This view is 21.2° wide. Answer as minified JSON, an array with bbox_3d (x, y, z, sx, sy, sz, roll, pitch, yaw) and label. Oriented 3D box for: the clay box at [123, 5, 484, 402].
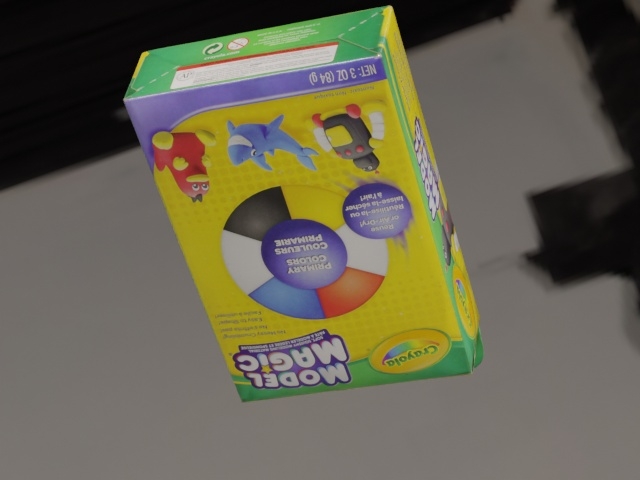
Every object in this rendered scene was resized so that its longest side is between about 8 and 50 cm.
[{"bbox_3d":[0.000,0.000,0.850,0.053,0.127,0.222,-77,154,-53],"label":"clay box"}]
